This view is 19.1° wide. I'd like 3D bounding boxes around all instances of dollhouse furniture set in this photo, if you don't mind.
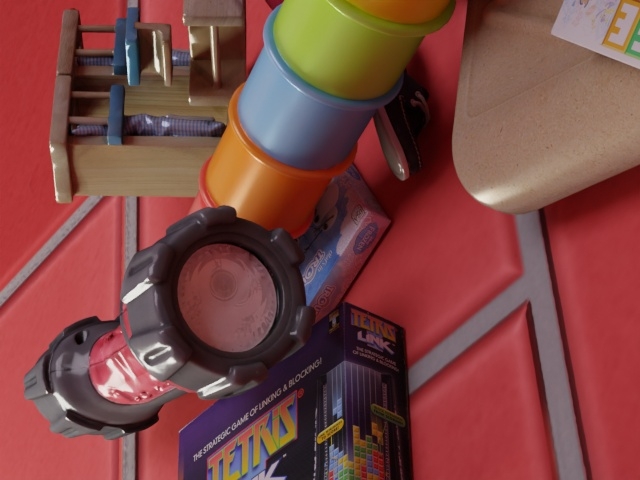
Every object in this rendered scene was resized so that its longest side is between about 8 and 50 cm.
[{"bbox_3d":[-0.113,-0.131,1.262,0.183,0.129,0.129,93,177,-52],"label":"dollhouse furniture set"}]

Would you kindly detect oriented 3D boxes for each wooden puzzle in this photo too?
[{"bbox_3d":[0.200,-0.209,0.943,0.322,0.080,0.348,-26,52,50],"label":"wooden puzzle"}]

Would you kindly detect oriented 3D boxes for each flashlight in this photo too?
[{"bbox_3d":[-0.106,0.063,1.142,0.103,0.103,0.304,-45,8,-28],"label":"flashlight"}]

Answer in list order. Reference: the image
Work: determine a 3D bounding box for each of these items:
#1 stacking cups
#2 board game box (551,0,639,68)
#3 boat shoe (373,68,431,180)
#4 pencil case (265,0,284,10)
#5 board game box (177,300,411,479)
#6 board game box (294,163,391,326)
[{"bbox_3d":[0.002,-0.089,1.080,0.316,0.096,0.096,120,155,-46],"label":"stacking cups"},{"bbox_3d":[0.172,-0.118,0.833,0.154,0.026,0.103,33,104,57],"label":"board game box"},{"bbox_3d":[0.046,-0.083,1.137,0.125,0.038,0.046,-109,7,-52],"label":"boat shoe"},{"bbox_3d":[0.035,-0.187,1.165,0.209,0.098,0.095,-15,87,57],"label":"pencil case"},{"bbox_3d":[-0.019,0.137,1.075,0.170,0.048,0.141,-40,39,38],"label":"board game box"},{"bbox_3d":[0.000,0.000,1.172,0.090,0.020,0.090,-58,31,17],"label":"board game box"}]
